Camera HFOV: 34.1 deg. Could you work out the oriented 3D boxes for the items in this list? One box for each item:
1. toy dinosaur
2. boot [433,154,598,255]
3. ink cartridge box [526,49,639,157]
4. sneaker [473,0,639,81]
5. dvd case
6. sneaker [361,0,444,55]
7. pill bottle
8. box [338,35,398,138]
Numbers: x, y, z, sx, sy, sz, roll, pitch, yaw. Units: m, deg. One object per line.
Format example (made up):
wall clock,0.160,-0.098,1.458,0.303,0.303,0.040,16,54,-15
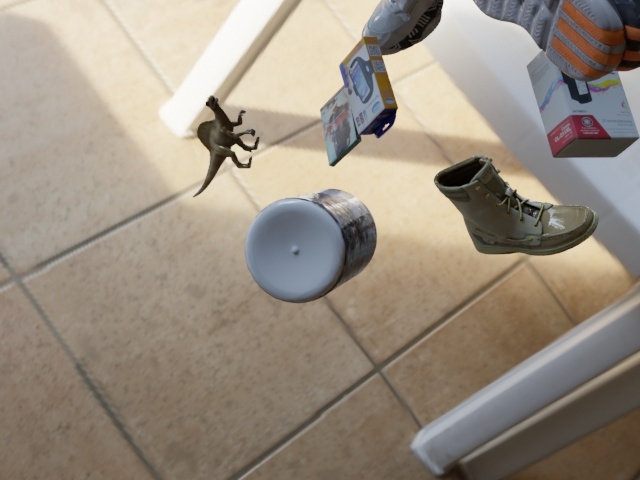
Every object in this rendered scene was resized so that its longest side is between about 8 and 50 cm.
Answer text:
toy dinosaur,-0.143,-0.143,1.570,0.092,0.183,0.053,14,37,6
boot,0.288,-0.056,1.553,0.165,0.213,0.077,51,51,-32
ink cartridge box,0.423,-0.226,1.693,0.127,0.072,0.175,-3,68,-23
sneaker,0.277,-0.287,1.115,0.180,0.124,0.321,-15,53,-22
dvd case,0.033,-0.196,1.772,0.013,0.087,0.119,12,56,-31
sneaker,0.172,-0.513,1.940,0.210,0.366,0.137,26,34,-42
pill bottle,0.000,0.000,1.362,0.130,0.130,0.246,50,16,5
box,0.070,-0.218,1.520,0.028,0.081,0.136,-2,68,-29
